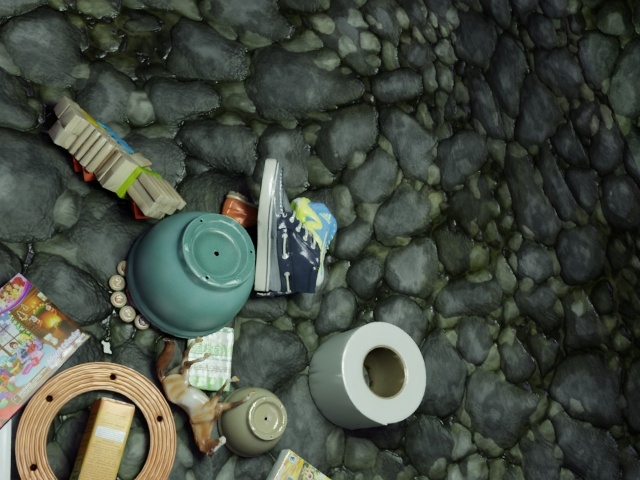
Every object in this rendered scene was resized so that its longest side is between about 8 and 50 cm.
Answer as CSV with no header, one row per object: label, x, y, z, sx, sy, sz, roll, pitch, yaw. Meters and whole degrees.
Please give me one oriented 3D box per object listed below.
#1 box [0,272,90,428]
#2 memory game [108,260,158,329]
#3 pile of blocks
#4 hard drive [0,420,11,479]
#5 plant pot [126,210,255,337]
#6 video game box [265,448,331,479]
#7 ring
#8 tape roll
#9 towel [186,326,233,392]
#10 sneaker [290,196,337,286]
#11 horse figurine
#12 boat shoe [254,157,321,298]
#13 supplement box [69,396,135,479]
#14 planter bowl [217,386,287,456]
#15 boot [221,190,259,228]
box,-0.638,0.232,1.594,0.201,0.057,0.293,42,51,-5
memory game,-0.396,0.116,1.831,0.186,0.012,0.186,10,70,-28
pile of blocks,-0.483,-0.168,1.834,0.362,0.149,0.112,44,100,-1
hard drive,-0.700,0.482,1.514,0.203,0.040,0.308,4,72,-29
plant pot,-0.266,0.053,1.802,0.293,0.196,0.293,14,61,-28
video game box,-0.058,0.623,1.845,0.187,0.048,0.205,40,59,-16
ring,-0.468,0.426,1.677,0.336,0.032,0.337,10,69,-27
tape roll,0.114,0.335,1.967,0.246,0.169,0.246,10,70,-28
towel,-0.261,0.274,1.857,0.113,0.023,0.152,11,71,-25
sneaker,0.000,0.000,2.056,0.126,0.091,0.240,-3,75,-32
horse figurine,-0.275,0.333,1.769,0.263,0.066,0.174,45,94,-1
boat shoe,-0.074,-0.025,1.927,0.158,0.127,0.341,3,103,-4
supplement box,-0.451,0.443,1.616,0.080,0.078,0.233,20,64,-24
planter bowl,-0.142,0.412,1.827,0.162,0.109,0.162,10,69,-28
boot,-0.176,-0.052,1.994,0.158,0.059,0.085,25,68,-14
